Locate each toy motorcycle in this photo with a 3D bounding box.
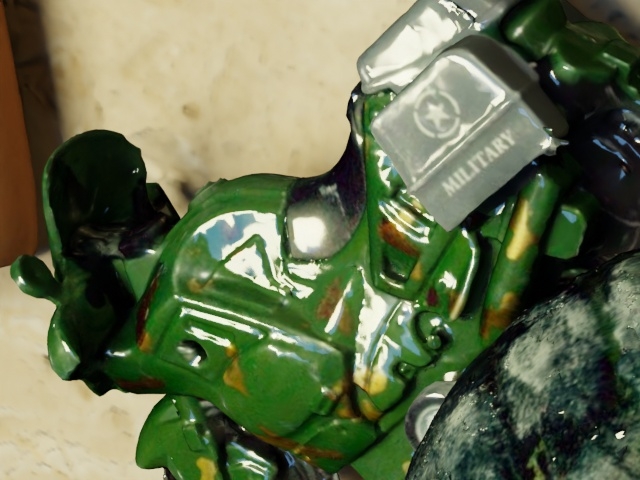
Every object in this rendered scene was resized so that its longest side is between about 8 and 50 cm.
[{"bbox_3d":[0.000,0.000,0.584,0.187,0.125,0.275,48,120,0],"label":"toy motorcycle"}]

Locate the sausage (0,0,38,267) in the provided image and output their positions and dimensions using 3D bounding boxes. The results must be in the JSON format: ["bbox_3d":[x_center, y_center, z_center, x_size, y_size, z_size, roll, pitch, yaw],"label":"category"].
[{"bbox_3d":[-0.199,-0.123,0.664,0.121,0.121,0.304,-3,103,32],"label":"sausage"}]

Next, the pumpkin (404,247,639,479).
[{"bbox_3d":[0.138,0.107,0.479,0.233,0.163,0.233,-1,112,-2],"label":"pumpkin"}]
